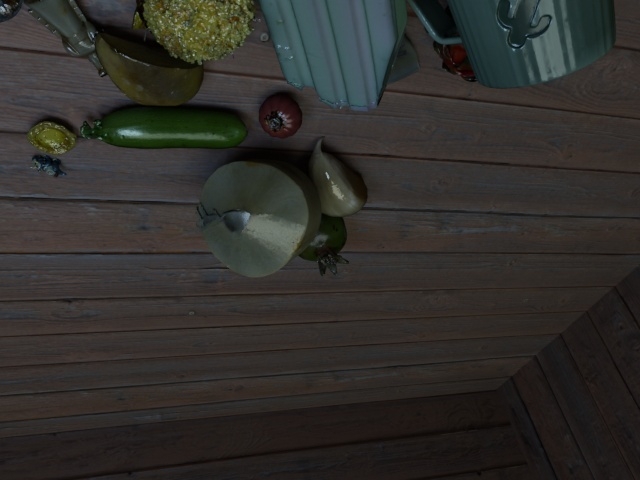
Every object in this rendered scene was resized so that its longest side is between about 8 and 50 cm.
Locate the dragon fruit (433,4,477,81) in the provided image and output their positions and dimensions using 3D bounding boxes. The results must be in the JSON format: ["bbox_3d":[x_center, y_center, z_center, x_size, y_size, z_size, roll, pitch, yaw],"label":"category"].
[{"bbox_3d":[0.340,-0.451,1.405,0.189,0.182,0.182,17,133,-36],"label":"dragon fruit"}]

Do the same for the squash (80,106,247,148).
[{"bbox_3d":[-0.355,-0.260,1.457,0.379,0.101,0.101,-2,143,-16],"label":"squash"}]

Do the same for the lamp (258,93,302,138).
[{"bbox_3d":[-0.096,-0.298,1.509,0.108,0.092,0.107,9,125,13],"label":"lamp"}]

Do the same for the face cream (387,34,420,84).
[{"bbox_3d":[0.166,-0.436,1.459,0.114,0.070,0.224,-22,153,8],"label":"face cream"}]

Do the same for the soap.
[{"bbox_3d":[0.029,-0.456,1.218,0.261,0.156,0.446,6,149,18],"label":"soap"}]

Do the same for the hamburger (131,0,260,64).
[{"bbox_3d":[-0.240,-0.451,1.202,0.262,0.138,0.243,3,142,-26],"label":"hamburger"}]

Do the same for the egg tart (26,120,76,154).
[{"bbox_3d":[-0.611,-0.239,1.432,0.105,0.039,0.105,-11,144,-8],"label":"egg tart"}]

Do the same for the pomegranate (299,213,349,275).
[{"bbox_3d":[0.000,0.000,1.846,0.182,0.224,0.181,-12,137,-11],"label":"pomegranate"}]

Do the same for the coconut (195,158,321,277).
[{"bbox_3d":[-0.153,-0.063,1.600,0.323,0.323,0.323,-11,145,-8],"label":"coconut"}]

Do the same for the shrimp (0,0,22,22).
[{"bbox_3d":[-0.655,-0.422,1.140,0.233,0.079,0.090,-12,-177,2],"label":"shrimp"}]

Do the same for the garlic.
[{"bbox_3d":[0.040,-0.155,1.723,0.146,0.164,0.245,7,159,34],"label":"garlic"}]

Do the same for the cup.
[{"bbox_3d":[0.337,-0.518,1.147,0.310,0.401,0.392,-28,118,-8],"label":"cup"}]

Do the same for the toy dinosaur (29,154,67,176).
[{"bbox_3d":[-0.648,-0.175,1.499,0.083,0.047,0.030,19,131,-38],"label":"toy dinosaur"}]

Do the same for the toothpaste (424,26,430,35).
[{"bbox_3d":[0.244,-0.501,1.429,0.027,0.019,0.083,-7,144,17],"label":"toothpaste"}]

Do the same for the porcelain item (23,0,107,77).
[{"bbox_3d":[-0.479,-0.410,1.236,0.084,0.054,0.213,-22,149,8],"label":"porcelain item"}]

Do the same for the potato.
[{"bbox_3d":[-0.356,-0.335,1.305,0.243,0.098,0.138,0,137,-39],"label":"potato"}]
